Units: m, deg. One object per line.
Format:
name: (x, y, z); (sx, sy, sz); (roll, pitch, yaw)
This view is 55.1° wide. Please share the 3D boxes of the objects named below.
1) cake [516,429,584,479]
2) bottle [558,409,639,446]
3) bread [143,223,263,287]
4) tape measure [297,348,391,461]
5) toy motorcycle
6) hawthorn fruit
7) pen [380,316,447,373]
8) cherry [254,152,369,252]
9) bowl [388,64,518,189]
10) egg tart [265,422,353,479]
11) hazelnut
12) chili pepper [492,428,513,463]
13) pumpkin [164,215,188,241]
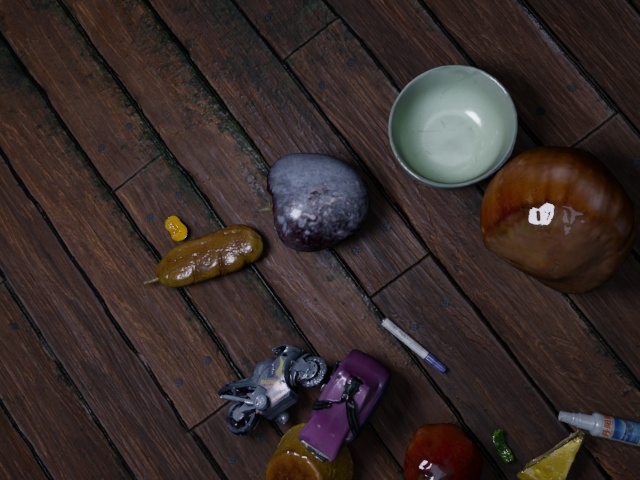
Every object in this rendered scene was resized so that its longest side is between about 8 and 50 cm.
cake: (0.562, 0.532, 1.505); (0.116, 0.080, 0.184); (19, 98, 21)
bottle: (0.693, 0.454, 1.490); (0.217, 0.060, 0.060); (11, 87, 9)
bread: (-0.313, 0.056, 1.640); (0.344, 0.084, 0.124); (-21, 61, 6)
tape measure: (0.062, 0.384, 1.484); (0.149, 0.245, 0.231); (30, 101, 13)
toy motorcycle: (-0.124, 0.366, 1.568); (0.307, 0.108, 0.173); (-34, 46, 7)
hawthorn fruit: (0.276, 0.534, 1.462); (0.190, 0.251, 0.189); (-4, 82, 35)
pen: (0.241, 0.270, 1.581); (0.204, 0.025, 0.025); (39, 91, 8)
cherry: (-0.020, -0.098, 1.546); (0.296, 0.218, 0.254); (-8, 61, -6)
bowl: (0.326, -0.271, 1.541); (0.307, 0.163, 0.307); (-1, 86, 8)
egg tart: (-0.038, 0.572, 1.522); (0.215, 0.171, 0.215); (0, 90, 23)
hazelnut: (0.562, -0.058, 1.436); (0.373, 0.315, 0.372); (8, 66, -18)
chili pepper: (0.455, 0.516, 1.534); (0.030, 0.034, 0.091); (-15, 82, -27)
pumpkin: (-0.391, -0.032, 1.683); (0.050, 0.028, 0.083); (-38, 73, 5)
